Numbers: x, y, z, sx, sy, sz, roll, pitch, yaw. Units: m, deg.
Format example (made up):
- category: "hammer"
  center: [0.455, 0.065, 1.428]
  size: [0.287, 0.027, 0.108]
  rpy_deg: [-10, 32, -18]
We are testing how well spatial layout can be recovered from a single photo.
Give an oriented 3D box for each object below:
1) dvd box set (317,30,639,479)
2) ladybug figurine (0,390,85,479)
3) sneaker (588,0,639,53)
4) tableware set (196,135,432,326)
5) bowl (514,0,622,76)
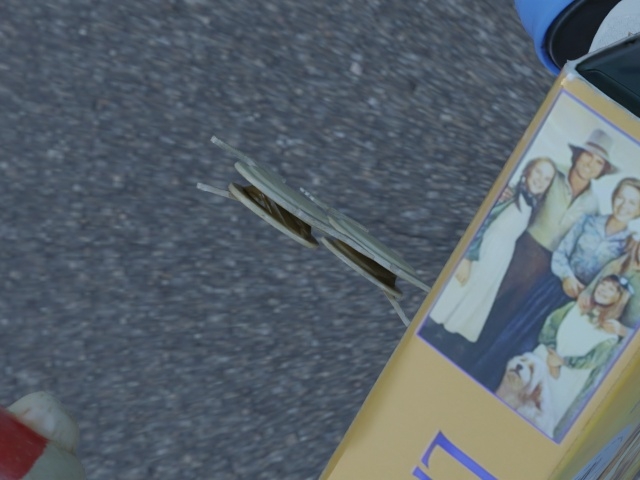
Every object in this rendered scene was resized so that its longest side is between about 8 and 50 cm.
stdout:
- category: "dvd box set"
  center: [0.069, 0.097, 0.592]
  size: [0.062, 0.307, 0.420]
  rpy_deg: [38, 119, 17]
- category: "ladybug figurine"
  center: [-0.312, 0.223, 0.786]
  size: [0.449, 0.305, 0.162]
  rpy_deg: [-43, 101, -14]
- category: "sneaker"
  center: [0.302, -0.055, 1.264]
  size: [0.104, 0.147, 0.295]
  rpy_deg: [-29, 58, 36]
- category: "tableware set"
  center: [0.000, 0.000, 1.124]
  size: [0.039, 0.194, 0.128]
  rpy_deg: [-55, 46, 6]
- category: "bowl"
  center: [0.381, -0.240, 1.479]
  size: [0.391, 0.391, 0.077]
  rpy_deg: [-11, 72, 17]
